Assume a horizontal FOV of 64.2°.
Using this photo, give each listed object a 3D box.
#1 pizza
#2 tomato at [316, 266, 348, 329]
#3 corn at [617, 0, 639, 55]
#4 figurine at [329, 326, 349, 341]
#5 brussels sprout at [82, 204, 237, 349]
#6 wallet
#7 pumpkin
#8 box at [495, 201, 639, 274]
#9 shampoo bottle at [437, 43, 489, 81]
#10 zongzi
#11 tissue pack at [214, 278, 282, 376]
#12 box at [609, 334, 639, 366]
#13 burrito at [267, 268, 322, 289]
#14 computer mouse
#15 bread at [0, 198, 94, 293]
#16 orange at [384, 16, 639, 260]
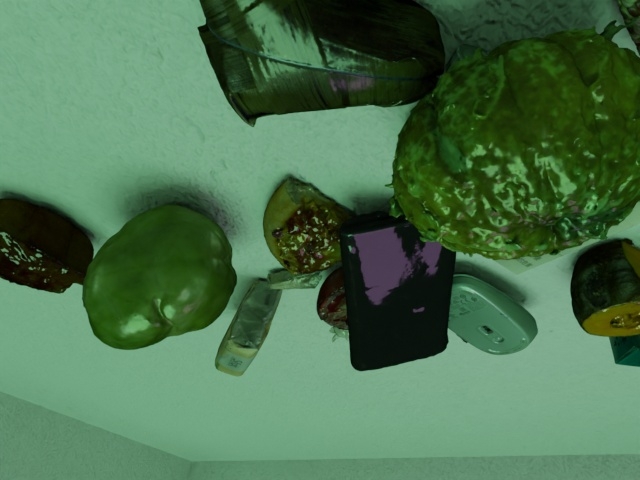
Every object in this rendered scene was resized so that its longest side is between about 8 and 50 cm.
[{"bbox_3d":[0.000,0.000,0.994,0.228,0.082,0.290,5,144,1],"label":"pizza"},{"bbox_3d":[0.100,0.119,1.140,0.224,0.085,0.225,-3,140,-3],"label":"tomato"},{"bbox_3d":[0.419,-0.237,0.589,0.092,0.092,0.280,-23,141,35],"label":"corn"},{"bbox_3d":[0.082,0.218,1.296,0.098,0.081,0.146,9,145,-5],"label":"figurine"},{"bbox_3d":[-0.294,0.067,0.971,0.273,0.317,0.243,-36,103,19],"label":"brussels sprout"},{"bbox_3d":[0.158,0.106,1.022,0.228,0.062,0.406,-11,130,-5],"label":"wallet"},{"bbox_3d":[0.636,0.094,0.986,0.280,0.140,0.190,-8,144,16],"label":"pumpkin"},{"bbox_3d":[0.396,-0.044,0.876,0.164,0.069,0.256,27,139,-30],"label":"box"},{"bbox_3d":[0.167,-0.176,0.728,0.065,0.065,0.204,15,144,-13],"label":"shampoo bottle"},{"bbox_3d":[-0.010,-0.274,0.555,0.285,0.139,0.300,-4,143,10],"label":"zongzi"},{"bbox_3d":[-0.176,0.216,1.245,0.090,0.186,0.222,26,143,-6],"label":"tissue pack"},{"bbox_3d":[0.757,0.194,1.097,0.244,0.153,0.092,7,146,2],"label":"box"},{"bbox_3d":[-0.054,0.086,1.161,0.149,0.041,0.055,-9,129,21],"label":"burrito"},{"bbox_3d":[0.364,0.155,1.153,0.288,0.097,0.159,37,139,-17],"label":"computer mouse"},{"bbox_3d":[-0.613,0.020,1.068,0.231,0.135,0.246,-16,140,29],"label":"bread"},{"bbox_3d":[0.229,-0.091,0.585,0.300,0.223,0.300,-6,152,-19],"label":"orange"}]
